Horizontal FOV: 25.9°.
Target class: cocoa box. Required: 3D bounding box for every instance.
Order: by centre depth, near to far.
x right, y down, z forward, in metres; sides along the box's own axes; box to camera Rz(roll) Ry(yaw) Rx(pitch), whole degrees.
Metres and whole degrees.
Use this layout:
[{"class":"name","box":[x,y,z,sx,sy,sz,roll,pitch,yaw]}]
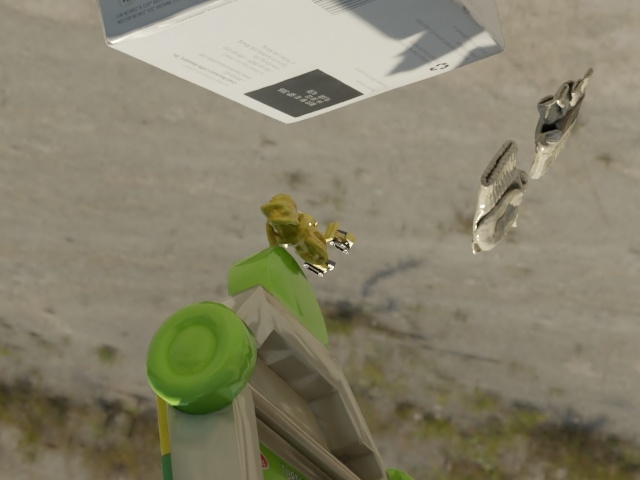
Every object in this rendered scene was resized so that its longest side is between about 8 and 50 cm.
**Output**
[{"class":"cocoa box","box":[-0.020,-0.259,1.128,0.231,0.228,0.347,-17,169,19]}]

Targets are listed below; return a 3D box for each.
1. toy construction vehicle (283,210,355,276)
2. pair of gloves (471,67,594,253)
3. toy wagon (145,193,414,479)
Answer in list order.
[{"class":"toy construction vehicle","box":[0.000,0.000,1.987,0.098,0.086,0.035,33,143,-12]},{"class":"pair of gloves","box":[0.268,-0.095,1.783,0.042,0.240,0.204,32,154,18]},{"class":"toy wagon","box":[-0.011,0.133,0.774,0.068,0.344,0.267,-22,144,15]}]
